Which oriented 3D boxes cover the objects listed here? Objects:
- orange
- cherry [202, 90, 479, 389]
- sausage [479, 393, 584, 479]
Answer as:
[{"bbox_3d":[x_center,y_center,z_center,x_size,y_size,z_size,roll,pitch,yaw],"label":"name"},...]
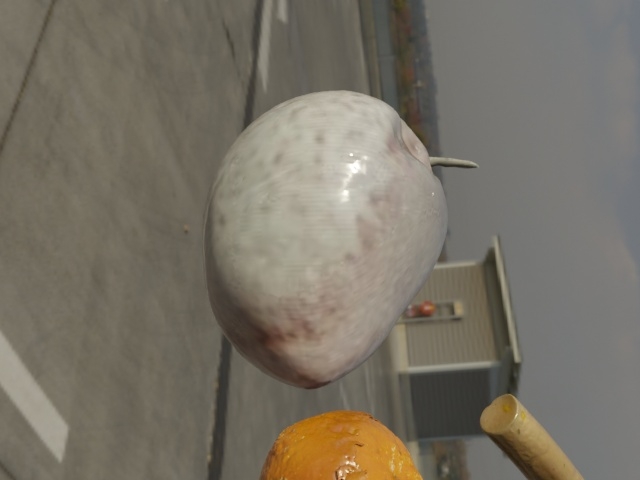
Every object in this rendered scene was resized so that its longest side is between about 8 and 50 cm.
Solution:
[{"bbox_3d":[0.021,0.267,0.856,0.193,0.161,0.193,54,16,-23],"label":"orange"},{"bbox_3d":[0.002,-0.010,1.020,0.335,0.291,0.326,-55,163,-63],"label":"cherry"},{"bbox_3d":[0.302,0.312,1.102,0.301,0.066,0.066,50,23,-26],"label":"sausage"}]
